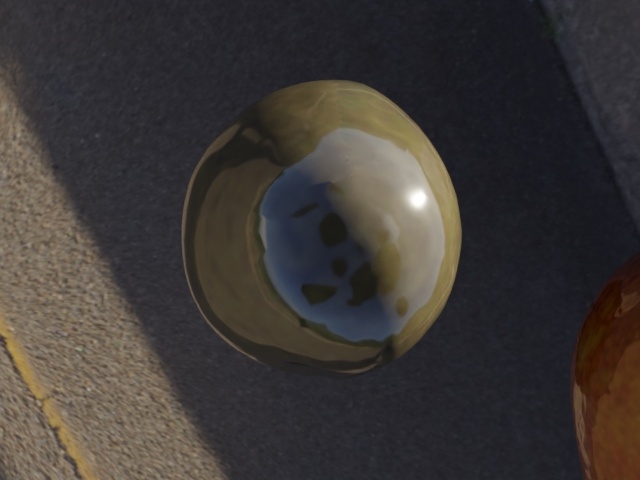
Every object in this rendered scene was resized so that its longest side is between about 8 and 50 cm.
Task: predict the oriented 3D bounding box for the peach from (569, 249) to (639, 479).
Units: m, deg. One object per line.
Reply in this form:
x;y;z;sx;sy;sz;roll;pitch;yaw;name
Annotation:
0.230;0.084;0.422;0.231;0.231;0.230;1;87;-25;peach

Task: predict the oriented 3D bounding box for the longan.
0.000;0.000;0.716;0.215;0.246;0.245;-1;87;8;longan
